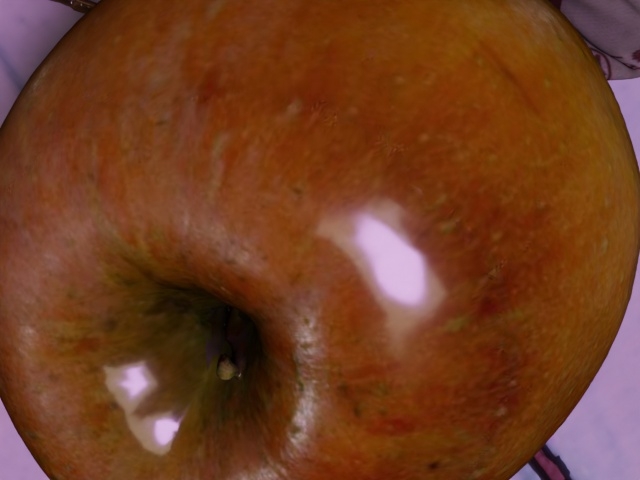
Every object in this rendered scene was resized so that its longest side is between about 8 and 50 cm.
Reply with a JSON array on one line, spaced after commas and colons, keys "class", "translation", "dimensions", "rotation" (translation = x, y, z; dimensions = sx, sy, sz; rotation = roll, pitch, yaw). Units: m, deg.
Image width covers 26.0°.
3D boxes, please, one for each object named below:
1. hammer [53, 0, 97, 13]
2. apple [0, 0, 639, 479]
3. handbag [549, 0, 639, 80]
[{"class": "hammer", "translation": [-0.111, -0.096, 0.529], "dimensions": [0.123, 0.014, 0.029], "rotation": [16, 120, -18]}, {"class": "apple", "translation": [0.000, 0.000, 0.495], "dimensions": [0.237, 0.207, 0.237], "rotation": [8, 114, 18]}, {"class": "handbag", "translation": [0.163, -0.141, 0.476], "dimensions": [0.213, 0.235, 0.127], "rotation": [-20, 74, 2]}]
